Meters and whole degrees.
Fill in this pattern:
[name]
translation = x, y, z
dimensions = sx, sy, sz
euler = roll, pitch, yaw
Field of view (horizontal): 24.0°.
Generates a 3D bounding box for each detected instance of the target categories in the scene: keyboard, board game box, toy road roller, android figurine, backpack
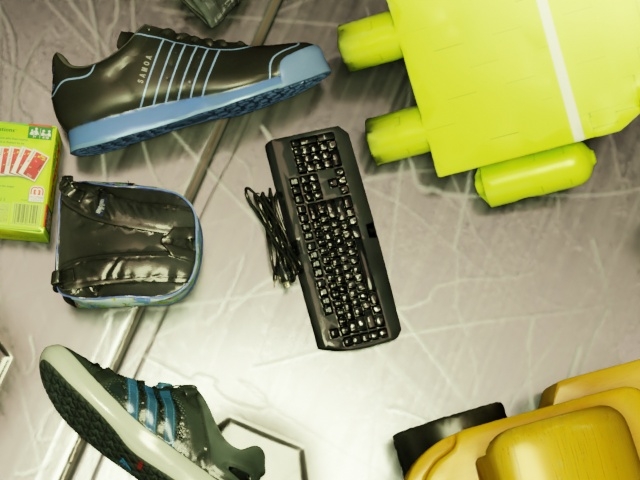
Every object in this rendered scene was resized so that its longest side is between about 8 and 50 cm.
[keyboard]
translation = 0.000, 0.000, 1.261
dimensions = 0.100, 0.038, 0.192
euler = -15, 79, -6
[board game box]
translation = -0.312, -0.054, 1.249
dimensions = 0.181, 0.043, 0.092
euler = 5, 77, -3
[toy road roller]
translation = 0.220, 0.198, 1.129
dimensions = 0.330, 0.240, 0.202
euler = -14, 80, -6
[android figurine]
translation = 0.158, -0.155, 1.242
dimensions = 0.273, 0.056, 0.248
euler = -16, 101, 13
[backpack]
translation = -0.153, 0.006, 1.225
dimensions = 0.114, 0.084, 0.105
euler = 2, 79, 2

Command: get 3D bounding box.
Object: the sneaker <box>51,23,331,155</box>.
[sneaker]
translation = -0.111, -0.143, 1.261
dimensions = 0.232, 0.081, 0.090
euler = -16, 87, -6

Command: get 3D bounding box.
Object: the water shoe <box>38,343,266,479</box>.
[water shoe]
translation = -0.136, 0.144, 1.216
dimensions = 0.203, 0.073, 0.080
euler = 41, 57, 1

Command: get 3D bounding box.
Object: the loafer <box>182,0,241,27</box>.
[loafer]
translation = -0.161, -0.266, 1.281
dimensions = 0.223, 0.076, 0.078
euler = 34, 84, -6
